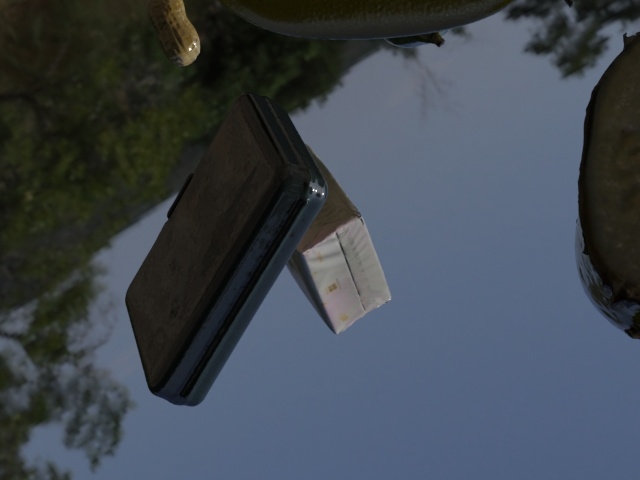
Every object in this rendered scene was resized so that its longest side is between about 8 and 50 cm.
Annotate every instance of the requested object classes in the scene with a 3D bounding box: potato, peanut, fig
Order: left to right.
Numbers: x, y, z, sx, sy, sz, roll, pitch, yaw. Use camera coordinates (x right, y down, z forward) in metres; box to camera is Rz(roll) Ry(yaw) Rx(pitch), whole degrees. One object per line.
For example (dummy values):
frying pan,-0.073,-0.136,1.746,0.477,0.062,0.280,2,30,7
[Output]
peanut,-0.182,-0.267,1.628,0.054,0.113,0.054,-21,170,-4
fig,0.144,-0.326,1.911,0.117,0.117,0.177,-30,-157,1
potato,0.420,-0.070,1.368,0.397,0.290,0.296,-58,163,1

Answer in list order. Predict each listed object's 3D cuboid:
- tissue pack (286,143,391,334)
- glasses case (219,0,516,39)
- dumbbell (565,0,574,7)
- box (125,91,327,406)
tissue pack,0.000,0.000,2.034,0.124,0.225,0.185,-32,-129,-7
glasses case,0.061,-0.303,1.381,0.371,0.173,0.141,-3,-161,6
dumbbell,0.325,-0.398,1.929,0.069,0.147,0.069,-31,164,-10
box,-0.082,0.007,1.078,0.230,0.050,0.160,-58,-150,20
